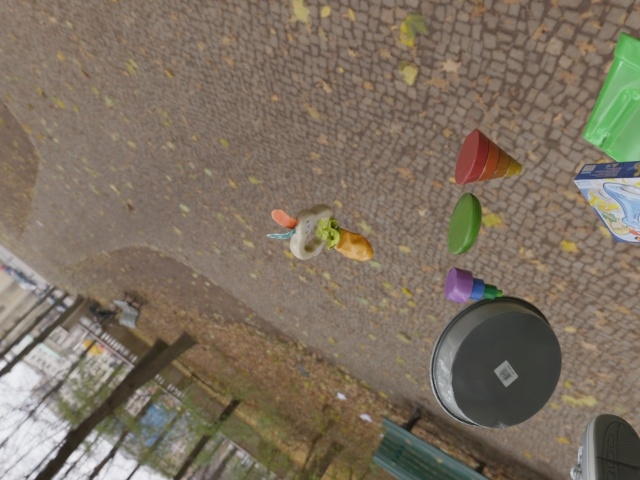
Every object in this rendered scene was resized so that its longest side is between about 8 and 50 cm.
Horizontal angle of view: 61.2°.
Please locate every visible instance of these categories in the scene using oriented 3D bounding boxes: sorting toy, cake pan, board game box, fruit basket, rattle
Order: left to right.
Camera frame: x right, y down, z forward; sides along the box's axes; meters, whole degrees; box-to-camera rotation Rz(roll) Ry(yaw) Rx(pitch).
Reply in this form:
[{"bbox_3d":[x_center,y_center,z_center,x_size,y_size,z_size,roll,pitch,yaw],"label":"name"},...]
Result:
[{"bbox_3d":[0.000,0.000,1.068,0.142,0.130,0.200,49,-173,21],"label":"rattle"},{"bbox_3d":[0.339,-0.045,1.094,0.126,0.365,0.127,12,163,-5],"label":"sorting toy"},{"bbox_3d":[0.372,0.261,1.118,0.293,0.293,0.054,44,178,-16],"label":"cake pan"},{"bbox_3d":[0.454,-0.047,0.703,0.136,0.035,0.201,44,165,-21],"label":"board game box"},{"bbox_3d":[0.657,-0.253,0.834,0.283,0.392,0.392,51,167,32],"label":"fruit basket"}]

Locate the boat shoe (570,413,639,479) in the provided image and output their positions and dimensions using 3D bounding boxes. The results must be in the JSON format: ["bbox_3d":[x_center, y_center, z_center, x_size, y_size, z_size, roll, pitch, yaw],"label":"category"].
[{"bbox_3d":[0.408,0.413,0.764,0.118,0.320,0.103,10,157,-19],"label":"boat shoe"}]
